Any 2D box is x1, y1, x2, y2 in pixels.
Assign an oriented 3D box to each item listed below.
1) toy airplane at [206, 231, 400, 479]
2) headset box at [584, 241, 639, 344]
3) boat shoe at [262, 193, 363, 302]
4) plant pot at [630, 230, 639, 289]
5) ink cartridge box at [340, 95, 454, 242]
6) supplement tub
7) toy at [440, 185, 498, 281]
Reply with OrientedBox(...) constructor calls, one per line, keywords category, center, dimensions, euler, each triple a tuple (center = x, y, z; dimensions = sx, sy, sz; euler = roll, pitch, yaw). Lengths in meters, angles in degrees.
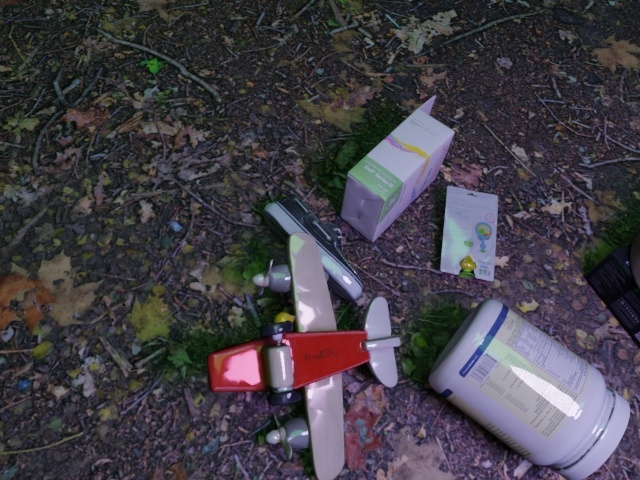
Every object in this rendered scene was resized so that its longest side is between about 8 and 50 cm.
OrientedBox(category="toy airplane", center=(-0.027, 0.231, 1.054), dimensions=(0.384, 0.272, 0.386), euler=(48, 51, -22))
OrientedBox(category="headset box", center=(0.854, 0.108, 1.235), dimensions=(0.283, 0.131, 0.246), euler=(-20, 64, -16))
OrientedBox(category="boat shoe", center=(0.000, 0.000, 1.229), dimensions=(0.119, 0.121, 0.335), euler=(-38, 69, -17))
OrientedBox(category="plant pot", center=(0.879, 0.018, 1.053), dimensions=(0.323, 0.280, 0.323), euler=(2, 60, -3))
OrientedBox(category="ink cartridge box", center=(0.213, -0.185, 1.297), dimensions=(0.119, 0.207, 0.353), euler=(39, 66, 16))
OrientedBox(category="supplement tub", center=(0.414, 0.298, 1.041), dimensions=(0.325, 0.235, 0.235), euler=(36, 65, 14))
OrientedBox(category="toy", center=(0.376, -0.014, 1.307), dimensions=(0.137, 0.056, 0.237), euler=(11, 66, -3))
